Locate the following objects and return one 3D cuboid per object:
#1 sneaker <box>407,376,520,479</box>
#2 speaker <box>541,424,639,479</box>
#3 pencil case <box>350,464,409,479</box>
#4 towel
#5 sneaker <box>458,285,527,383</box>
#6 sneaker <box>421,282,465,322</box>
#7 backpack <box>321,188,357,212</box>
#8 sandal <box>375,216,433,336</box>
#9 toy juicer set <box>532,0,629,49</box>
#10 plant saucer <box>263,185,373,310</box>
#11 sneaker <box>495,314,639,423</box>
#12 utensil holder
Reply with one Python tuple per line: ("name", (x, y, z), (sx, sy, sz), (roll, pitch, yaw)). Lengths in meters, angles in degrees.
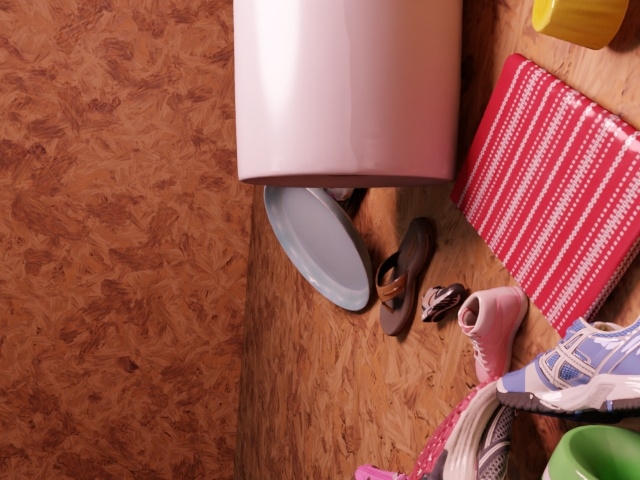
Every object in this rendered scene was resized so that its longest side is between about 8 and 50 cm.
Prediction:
("sneaker", (0.141, 0.252, 0.534), (0.299, 0.112, 0.121), (-42, -19, -48))
("speaker", (0.214, 0.303, 0.426), (0.131, 0.131, 0.297), (-138, 51, -70))
("pencil case", (0.107, 0.400, 0.863), (0.098, 0.095, 0.209), (54, 156, 4))
("towel", (0.232, -0.058, 0.581), (0.275, 0.031, 0.199), (-111, 30, -51))
("sneaker", (0.187, 0.113, 0.646), (0.051, 0.070, 0.134), (-121, 35, -59))
("sneaker", (0.166, 0.079, 0.778), (0.109, 0.040, 0.044), (121, 149, -59))
("backpack", (0.017, -0.157, 1.156), (0.188, 0.144, 0.166), (126, 148, -58))
("sandal", (0.123, 0.059, 0.894), (0.090, 0.060, 0.219), (-107, 24, -49))
("toy juicer set", (0.258, -0.341, 0.435), (0.329, 0.089, 0.209), (99, 178, -52))
("plant saucer", (0.000, 0.000, 1.119), (0.317, 0.043, 0.318), (43, 154, 27))
("sneaker", (0.235, 0.114, 0.486), (0.211, 0.080, 0.081), (143, 137, -60))
("utensil holder", (0.037, -0.272, 0.774), (0.327, 0.327, 0.386), (-169, 79, -74))
